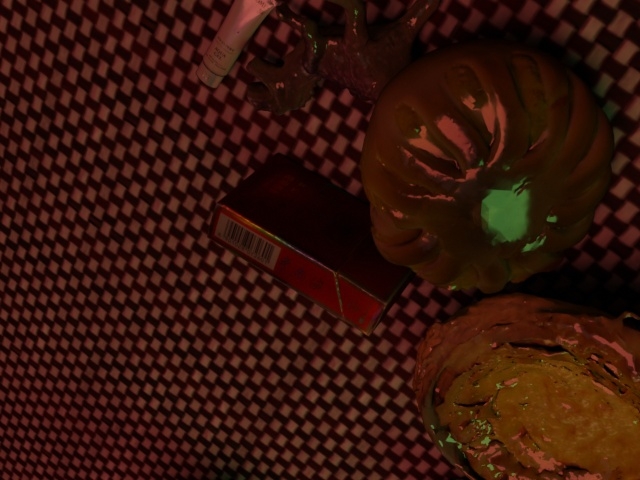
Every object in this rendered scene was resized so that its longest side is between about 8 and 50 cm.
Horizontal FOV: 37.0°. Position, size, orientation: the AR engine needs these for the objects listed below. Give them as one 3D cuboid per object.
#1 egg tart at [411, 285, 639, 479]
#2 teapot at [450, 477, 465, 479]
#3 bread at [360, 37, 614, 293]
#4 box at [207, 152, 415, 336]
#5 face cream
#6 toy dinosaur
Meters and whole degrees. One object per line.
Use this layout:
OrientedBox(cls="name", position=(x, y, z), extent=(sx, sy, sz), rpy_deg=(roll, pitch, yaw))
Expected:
OrientedBox(cls="egg tart", position=(0.220, 0.137, 0.829), extent=(0.290, 0.107, 0.291), rpy_deg=(19, 133, 22))
OrientedBox(cls="teapot", position=(0.159, 0.361, 1.002), extent=(0.107, 0.077, 0.200), rpy_deg=(-32, 102, -1))
OrientedBox(cls="bread", position=(0.128, -0.047, 0.739), extent=(0.213, 0.105, 0.213), rpy_deg=(0, 124, 0))
OrientedBox(cls="box", position=(0.000, -0.001, 0.866), extent=(0.175, 0.112, 0.048), rpy_deg=(30, 129, 10))
OrientedBox(cls="face cream", position=(-0.078, -0.184, 0.857), extent=(0.038, 0.020, 0.115), rpy_deg=(42, 128, 2))
OrientedBox(cls="toy dinosaur", position=(0.054, -0.132, 0.796), extent=(0.251, 0.072, 0.200), rpy_deg=(18, 138, 6))
